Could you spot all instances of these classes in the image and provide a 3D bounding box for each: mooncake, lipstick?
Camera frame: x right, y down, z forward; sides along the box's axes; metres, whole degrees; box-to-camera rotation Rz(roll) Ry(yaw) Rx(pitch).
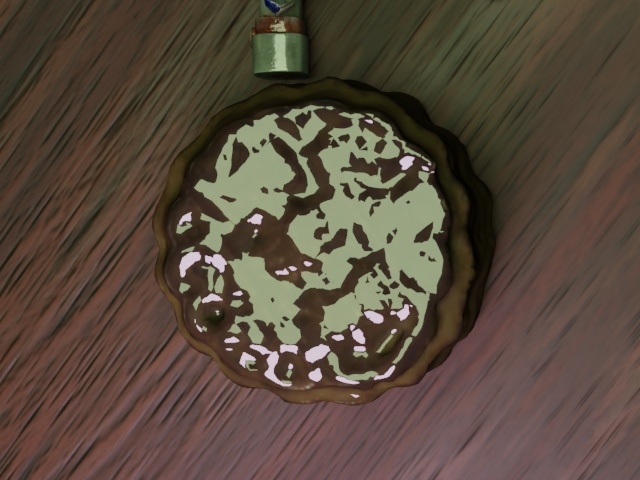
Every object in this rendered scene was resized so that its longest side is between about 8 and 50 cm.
[{"bbox_3d":[0.001,0.001,1.822,0.324,0.187,0.324,1,94,11],"label":"mooncake"},{"bbox_3d":[-0.041,-0.253,1.883,0.057,0.063,0.186,-1,87,11],"label":"lipstick"}]

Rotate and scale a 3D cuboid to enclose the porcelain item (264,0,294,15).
[{"bbox_3d":[-0.012,-0.280,1.854,0.136,0.021,0.075,-36,87,-20],"label":"porcelain item"}]
